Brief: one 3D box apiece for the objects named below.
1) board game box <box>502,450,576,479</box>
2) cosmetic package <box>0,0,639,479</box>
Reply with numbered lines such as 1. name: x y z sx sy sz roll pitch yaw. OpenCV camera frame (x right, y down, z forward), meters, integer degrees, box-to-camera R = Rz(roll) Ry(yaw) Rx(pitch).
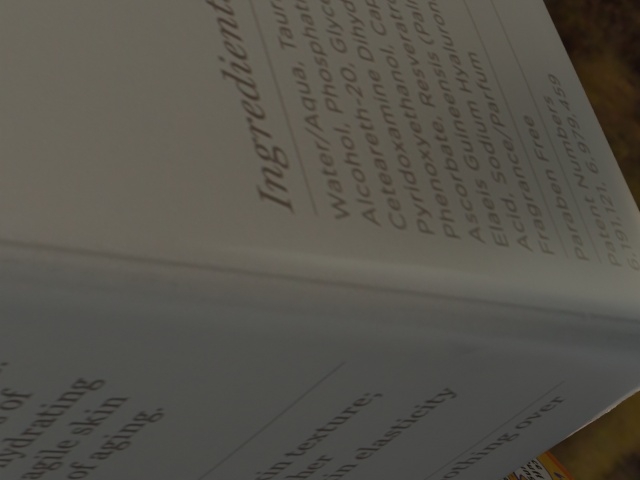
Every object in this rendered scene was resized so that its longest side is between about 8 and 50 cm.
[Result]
1. board game box: 0.046 0.352 0.905 0.356 0.356 0.356 16 115 -48
2. cosmetic package: -0.133 -0.031 0.578 0.393 0.327 0.329 10 142 -42
